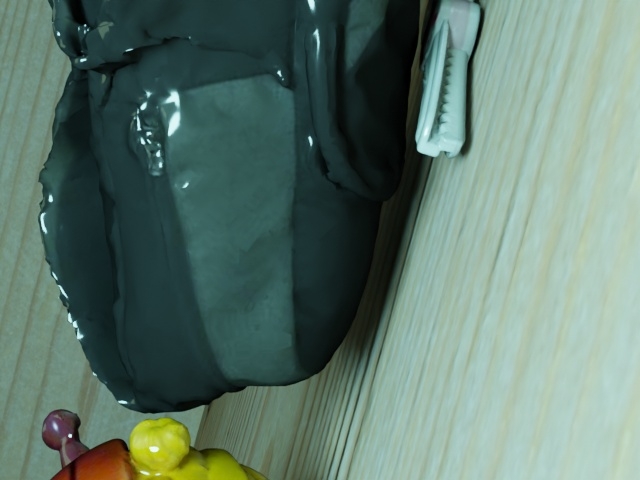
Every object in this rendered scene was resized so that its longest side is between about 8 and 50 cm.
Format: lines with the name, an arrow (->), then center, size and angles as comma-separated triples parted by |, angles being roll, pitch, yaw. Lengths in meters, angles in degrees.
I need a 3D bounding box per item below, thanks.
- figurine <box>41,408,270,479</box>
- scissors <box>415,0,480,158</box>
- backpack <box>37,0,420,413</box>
figurine -> -0.108, 0.265, 0.646 | 0.320, 0.196, 0.323 | 100, 174, -61
scissors -> 0.085, -0.136, 0.682 | 0.242, 0.030, 0.118 | -78, 3, -47
backpack -> -0.057, -0.102, 0.692 | 0.363, 0.254, 0.446 | -42, -44, -73
